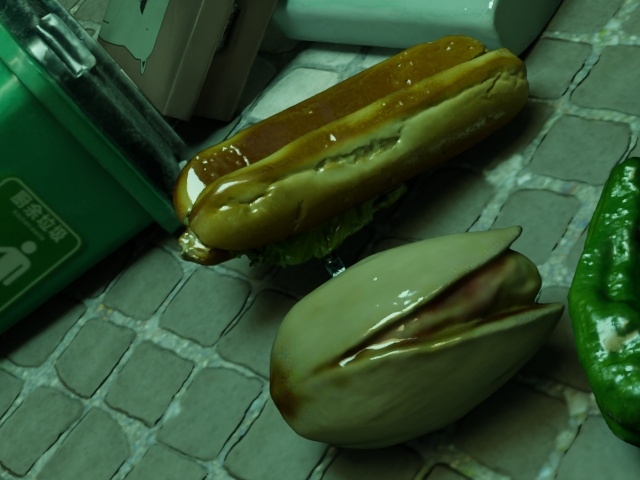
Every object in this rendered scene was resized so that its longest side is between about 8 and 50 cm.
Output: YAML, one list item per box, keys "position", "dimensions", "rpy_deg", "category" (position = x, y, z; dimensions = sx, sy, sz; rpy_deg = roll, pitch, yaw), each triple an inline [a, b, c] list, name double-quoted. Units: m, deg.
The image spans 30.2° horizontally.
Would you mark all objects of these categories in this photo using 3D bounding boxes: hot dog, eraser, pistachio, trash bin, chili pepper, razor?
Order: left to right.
- position: [-0.350, -0.056, 1.137]
  dimensions: [0.381, 0.259, 0.295]
  rpy_deg: [-41, 42, -3]
  category: "trash bin"
- position: [-0.003, -0.004, 1.027]
  dimensions: [0.066, 0.033, 0.190]
  rpy_deg: [-34, 41, 0]
  category: "razor"
- position: [0.022, -0.071, 1.001]
  dimensions: [0.337, 0.100, 0.135]
  rpy_deg: [-29, 31, -16]
  category: "hot dog"
- position: [0.062, 0.069, 0.840]
  dimensions: [0.215, 0.144, 0.144]
  rpy_deg: [-31, 41, 16]
  category: "pistachio"
- position: [0.096, -0.275, 1.163]
  dimensions: [0.290, 0.104, 0.189]
  rpy_deg: [14, 60, 40]
  category: "eraser"
- position: [0.221, 0.040, 0.811]
  dimensions: [0.099, 0.083, 0.253]
  rpy_deg: [-13, 41, 21]
  category: "chili pepper"

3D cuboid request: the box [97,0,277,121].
- position: [-0.132, -0.258, 1.230]
  dimensions: [0.215, 0.086, 0.215]
  rpy_deg: [47, 121, 48]
  category: "box"
